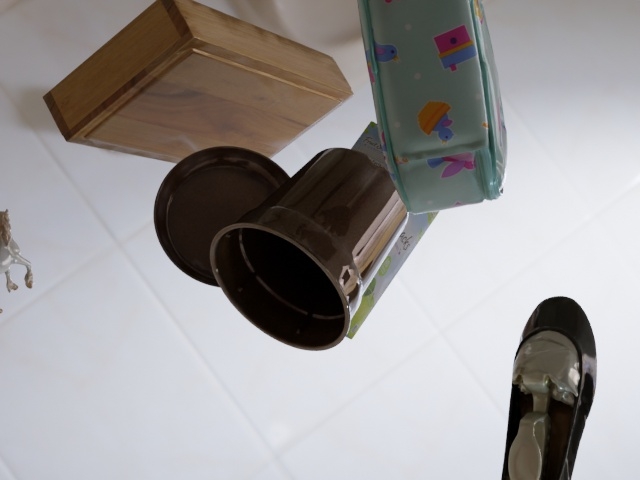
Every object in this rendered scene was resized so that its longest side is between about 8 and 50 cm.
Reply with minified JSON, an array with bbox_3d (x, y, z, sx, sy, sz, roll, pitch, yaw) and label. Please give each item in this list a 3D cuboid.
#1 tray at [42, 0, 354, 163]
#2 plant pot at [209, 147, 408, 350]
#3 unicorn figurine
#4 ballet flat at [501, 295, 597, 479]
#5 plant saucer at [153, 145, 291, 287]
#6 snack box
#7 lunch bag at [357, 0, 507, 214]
[{"bbox_3d":[-0.136,-0.179,1.774,0.203,0.076,0.411,-36,161,20],"label":"tray"},{"bbox_3d":[0.000,0.000,1.477,0.165,0.167,0.167,-49,-176,-36],"label":"plant pot"},{"bbox_3d":[-0.450,0.030,1.982,0.060,0.111,0.162,-6,-152,20],"label":"unicorn figurine"},{"bbox_3d":[0.249,0.187,1.559,0.095,0.280,0.096,1,163,22],"label":"ballet flat"},{"bbox_3d":[-0.102,-0.023,1.577,0.168,0.168,0.029,-36,170,-18],"label":"plant saucer"},{"bbox_3d":[0.048,-0.010,1.693,0.207,0.070,0.174,-56,152,-14],"label":"snack box"},{"bbox_3d":[0.105,-0.176,1.299,0.108,0.279,0.224,-8,-169,10],"label":"lunch bag"}]
